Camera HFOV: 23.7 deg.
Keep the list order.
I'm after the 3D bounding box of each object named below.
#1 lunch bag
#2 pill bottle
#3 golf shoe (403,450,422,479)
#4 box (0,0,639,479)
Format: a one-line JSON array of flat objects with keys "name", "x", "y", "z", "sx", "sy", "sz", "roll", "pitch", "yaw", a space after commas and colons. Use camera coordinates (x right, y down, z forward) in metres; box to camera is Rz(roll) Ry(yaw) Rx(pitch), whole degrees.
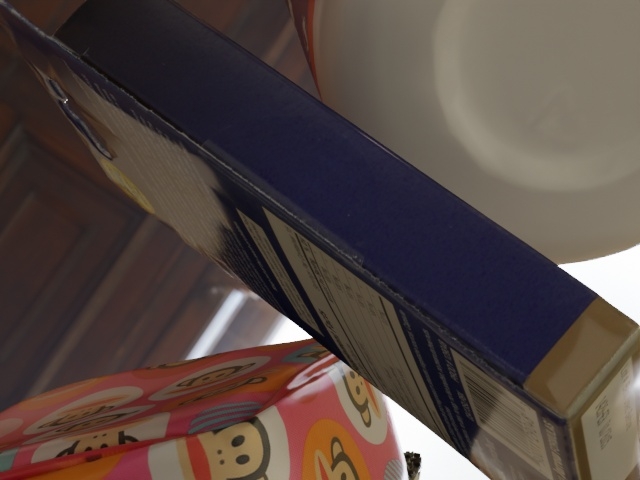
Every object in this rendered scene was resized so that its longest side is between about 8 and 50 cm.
[{"name": "lunch bag", "x": -0.117, "y": 0.133, "z": 0.709, "sx": 0.293, "sy": 0.120, "sz": 0.258, "roll": -16, "pitch": 180, "yaw": 20}, {"name": "pill bottle", "x": 0.073, "y": -0.126, "z": 0.681, "sx": 0.181, "sy": 0.181, "sz": 0.323, "roll": -61, "pitch": -164, "yaw": 16}, {"name": "golf shoe", "x": 0.047, "y": 0.256, "z": 1.354, "sx": 0.198, "sy": 0.077, "sz": 0.094, "roll": -46, "pitch": 127, "yaw": -61}, {"name": "box", "x": 0.000, "y": 0.000, "z": 0.463, "sx": 0.036, "sy": 0.225, "sz": 0.136, "roll": -49, "pitch": 154, "yaw": -12}]
